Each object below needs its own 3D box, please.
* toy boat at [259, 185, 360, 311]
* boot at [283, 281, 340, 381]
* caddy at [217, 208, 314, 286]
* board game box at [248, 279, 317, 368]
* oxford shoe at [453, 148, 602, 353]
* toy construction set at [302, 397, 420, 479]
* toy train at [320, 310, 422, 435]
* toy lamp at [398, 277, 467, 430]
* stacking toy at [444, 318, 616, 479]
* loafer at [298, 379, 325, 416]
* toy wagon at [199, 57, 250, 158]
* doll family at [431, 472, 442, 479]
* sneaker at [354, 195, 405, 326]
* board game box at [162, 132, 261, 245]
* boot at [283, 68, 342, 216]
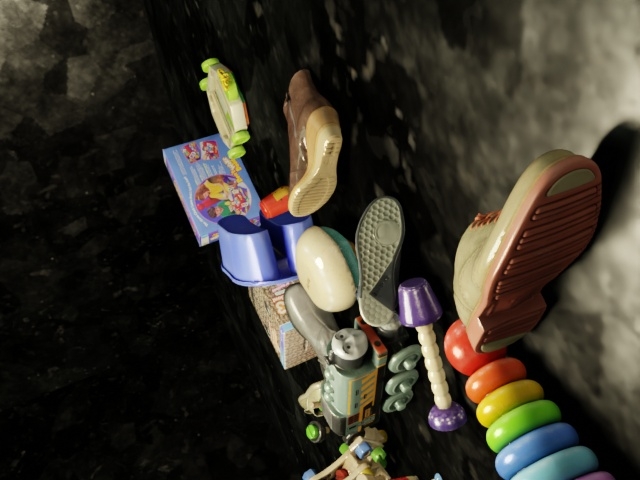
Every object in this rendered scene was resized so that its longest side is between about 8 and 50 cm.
[{"bbox_3d":[0.000,0.000,1.373,0.318,0.148,0.267,58,166,13],"label":"toy boat"},{"bbox_3d":[0.037,0.245,1.582,0.338,0.118,0.223,58,160,0],"label":"boot"},{"bbox_3d":[-0.134,0.026,1.612,0.341,0.241,0.179,-151,50,-65],"label":"caddy"},{"bbox_3d":[-0.105,0.198,1.871,0.291,0.141,0.232,59,160,33],"label":"board game box"},{"bbox_3d":[0.214,0.006,0.729,0.348,0.123,0.130,96,155,-53],"label":"oxford shoe"},{"bbox_3d":[0.131,0.573,1.584,0.309,0.237,0.257,12,92,51],"label":"toy construction set"},{"bbox_3d":[0.094,0.276,1.270,0.142,0.190,0.334,56,158,36],"label":"toy train"},{"bbox_3d":[0.192,0.198,1.077,0.080,0.080,0.274,-157,50,-67],"label":"toy lamp"},{"bbox_3d":[0.267,0.248,0.835,0.141,0.141,0.330,93,156,-52],"label":"stacking toy"},{"bbox_3d":[-0.007,0.532,2.018,0.268,0.102,0.092,105,147,-61],"label":"loafer"},{"bbox_3d":[-0.281,-0.411,1.851,0.267,0.068,0.344,67,162,7],"label":"toy wagon"},{"bbox_3d":[0.233,0.614,1.262,0.263,0.163,0.118,-148,44,-63],"label":"doll family"},{"bbox_3d":[0.110,0.037,1.128,0.163,0.086,0.226,18,-102,-80],"label":"sneaker"},{"bbox_3d":[-0.355,-0.179,2.053,0.347,0.233,0.078,64,162,19],"label":"board game box"},{"bbox_3d":[-0.031,-0.196,1.267,0.207,0.090,0.248,67,147,35],"label":"boot"}]
